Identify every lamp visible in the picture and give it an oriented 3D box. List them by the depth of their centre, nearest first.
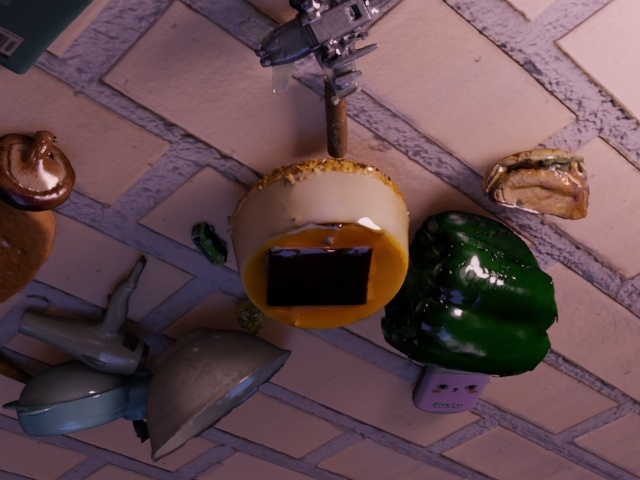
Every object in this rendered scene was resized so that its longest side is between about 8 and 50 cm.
[{"bbox_3d":[-0.431,0.296,1.673,0.284,0.147,0.209,12,173,-30],"label":"lamp"}]

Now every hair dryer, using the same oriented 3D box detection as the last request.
[{"bbox_3d":[-0.414,0.119,1.556,0.229,0.092,0.267,5,125,-2],"label":"hair dryer"}]

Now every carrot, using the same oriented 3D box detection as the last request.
[{"bbox_3d":[-0.612,0.229,1.672,0.049,0.049,0.254,-26,139,24],"label":"carrot"}]

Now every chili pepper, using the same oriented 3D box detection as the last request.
[{"bbox_3d":[0.238,0.101,1.426,0.257,0.233,0.248,17,113,-15],"label":"chili pepper"}]

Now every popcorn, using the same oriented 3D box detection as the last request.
[{"bbox_3d":[-0.121,0.137,1.596,0.068,0.059,0.083,9,146,-15],"label":"popcorn"}]

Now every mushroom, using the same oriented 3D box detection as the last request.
[{"bbox_3d":[-0.408,-0.095,1.253,0.127,0.127,0.087,19,142,-25],"label":"mushroom"}]

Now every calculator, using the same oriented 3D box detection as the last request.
[{"bbox_3d":[0.271,0.275,1.805,0.141,0.045,0.246,4,138,-10],"label":"calculator"}]

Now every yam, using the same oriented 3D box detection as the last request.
[{"bbox_3d":[0.022,-0.175,1.259,0.032,0.032,0.145,-5,141,0],"label":"yam"}]

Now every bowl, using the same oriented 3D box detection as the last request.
[{"bbox_3d":[-0.217,0.247,1.622,0.313,0.146,0.313,-39,169,-9],"label":"bowl"}]

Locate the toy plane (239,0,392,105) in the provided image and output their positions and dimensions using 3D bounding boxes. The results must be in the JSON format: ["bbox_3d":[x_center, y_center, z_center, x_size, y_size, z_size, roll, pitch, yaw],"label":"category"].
[{"bbox_3d":[0.037,-0.281,1.097,0.262,0.088,0.192,-24,109,16],"label":"toy plane"}]

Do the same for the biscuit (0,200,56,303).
[{"bbox_3d":[-0.608,-0.018,1.365,0.385,0.062,0.365,-24,134,22],"label":"biscuit"}]

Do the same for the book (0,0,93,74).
[{"bbox_3d":[-0.356,-0.344,0.984,0.264,0.031,0.379,30,139,-33],"label":"book"}]

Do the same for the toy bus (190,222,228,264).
[{"bbox_3d":[-0.181,0.006,1.458,0.037,0.031,0.083,-10,140,21],"label":"toy bus"}]

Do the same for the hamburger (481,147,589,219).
[{"bbox_3d":[0.338,-0.101,1.344,0.176,0.087,0.102,12,125,-7],"label":"hamburger"}]

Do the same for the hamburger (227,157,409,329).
[{"bbox_3d":[0.000,0.000,1.356,0.276,0.179,0.294,-4,136,-4],"label":"hamburger"}]
